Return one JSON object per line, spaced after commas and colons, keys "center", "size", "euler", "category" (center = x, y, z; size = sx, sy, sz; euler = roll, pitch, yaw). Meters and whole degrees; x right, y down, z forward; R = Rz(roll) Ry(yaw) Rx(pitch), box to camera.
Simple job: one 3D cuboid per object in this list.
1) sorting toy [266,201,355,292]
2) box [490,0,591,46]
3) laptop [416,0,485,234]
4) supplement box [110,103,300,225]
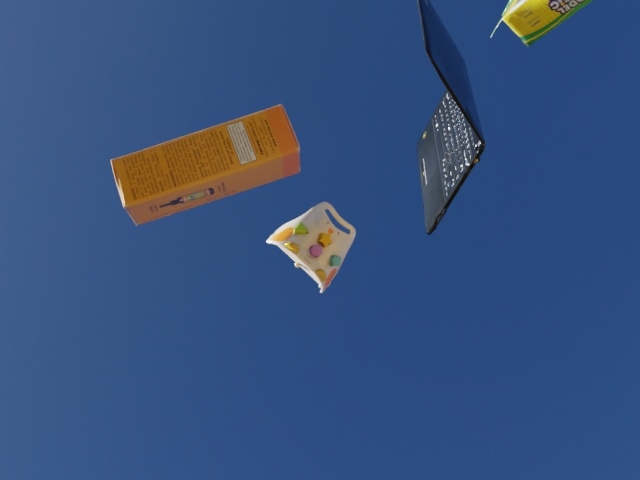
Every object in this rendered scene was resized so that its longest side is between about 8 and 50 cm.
{"center": [0.000, 0.000, 0.755], "size": [0.083, 0.045, 0.075], "euler": [43, -111, -9], "category": "sorting toy"}
{"center": [0.237, -0.249, 0.638], "size": [0.043, 0.179, 0.105], "euler": [43, -128, -15], "category": "box"}
{"center": [0.149, -0.190, 1.019], "size": [0.136, 0.234, 0.264], "euler": [16, -49, -11], "category": "laptop"}
{"center": [-0.146, -0.097, 0.921], "size": [0.233, 0.078, 0.080], "euler": [-21, -107, -8], "category": "supplement box"}
